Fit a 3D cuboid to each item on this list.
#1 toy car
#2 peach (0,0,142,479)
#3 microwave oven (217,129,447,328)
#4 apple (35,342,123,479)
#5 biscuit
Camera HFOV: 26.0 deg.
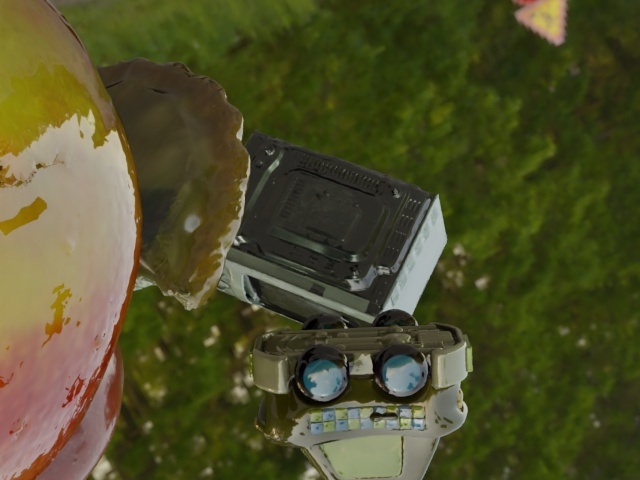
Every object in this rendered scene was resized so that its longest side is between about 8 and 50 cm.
[{"bbox_3d":[0.047,0.194,1.567,0.247,0.198,0.204,-2,-171,1],"label":"toy car"},{"bbox_3d":[-0.281,0.006,0.782,0.370,0.370,0.370,-28,-176,2],"label":"peach"},{"bbox_3d":[0.000,0.000,1.967,0.238,0.295,0.181,-63,160,-18],"label":"microwave oven"},{"bbox_3d":[-0.350,0.147,1.308,0.348,0.277,0.348,-48,-169,13],"label":"apple"},{"bbox_3d":[-0.241,-0.062,1.480,0.335,0.329,0.078,-8,146,3],"label":"biscuit"}]
